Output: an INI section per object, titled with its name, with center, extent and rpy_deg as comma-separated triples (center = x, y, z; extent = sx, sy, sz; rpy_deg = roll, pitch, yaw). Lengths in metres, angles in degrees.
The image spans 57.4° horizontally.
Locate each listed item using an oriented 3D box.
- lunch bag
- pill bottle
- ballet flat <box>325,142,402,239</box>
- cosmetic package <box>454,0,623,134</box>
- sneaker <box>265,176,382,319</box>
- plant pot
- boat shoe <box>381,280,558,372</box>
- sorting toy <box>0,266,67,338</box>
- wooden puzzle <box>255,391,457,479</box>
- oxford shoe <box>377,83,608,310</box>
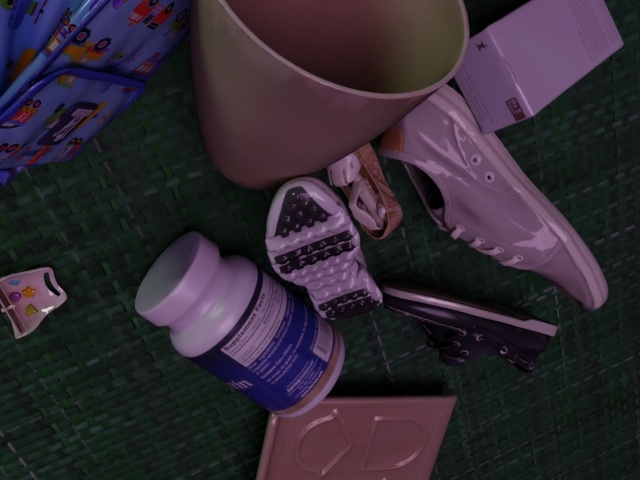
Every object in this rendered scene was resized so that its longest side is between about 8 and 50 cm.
[lunch bag]
center = -0.253, -0.179, 0.566
extent = 0.138, 0.221, 0.293
rpy_deg = 38, 103, -6
[pill bottle]
center = -0.104, 0.114, 0.786
extent = 0.153, 0.153, 0.265
rpy_deg = -46, 117, 5
[ballet flat]
center = 0.050, -0.081, 0.791
extent = 0.206, 0.073, 0.067
rpy_deg = 52, 47, -27
[cosmetic package]
center = 0.270, -0.239, 0.730
extent = 0.231, 0.085, 0.117
rpy_deg = -35, 99, -28
[sneaker]
center = 0.000, 0.000, 0.738
extent = 0.110, 0.118, 0.292
rpy_deg = -15, 149, 7
[plant pot]
center = -0.033, -0.172, 0.612
extent = 0.257, 0.256, 0.274
rpy_deg = 10, 152, -22
[boat shoe]
center = 0.229, 0.146, 0.924
extent = 0.340, 0.127, 0.113
rpy_deg = 15, 96, -33
[sorting toy]
center = -0.370, 0.069, 0.745
extent = 0.075, 0.045, 0.083
rpy_deg = -24, 118, -15
[wooden puzzle]
center = 0.043, 0.388, 1.001
extent = 0.348, 0.080, 0.322
rpy_deg = 3, 112, -24
[oxford shoe]
center = 0.242, -0.037, 0.828
extent = 0.449, 0.169, 0.130
rpy_deg = 41, 93, -21
